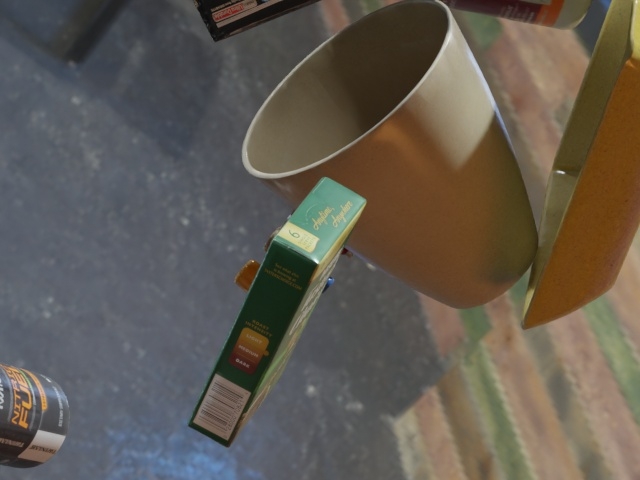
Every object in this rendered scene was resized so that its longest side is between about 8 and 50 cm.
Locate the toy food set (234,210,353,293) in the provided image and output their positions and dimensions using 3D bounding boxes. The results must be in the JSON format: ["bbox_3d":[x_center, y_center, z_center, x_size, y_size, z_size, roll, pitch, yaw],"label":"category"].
[{"bbox_3d":[0.000,0.000,1.857,0.104,0.111,0.232,41,48,0],"label":"toy food set"}]

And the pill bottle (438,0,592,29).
[{"bbox_3d":[0.112,-0.373,1.547,0.392,0.224,0.224,12,27,1],"label":"pill bottle"}]

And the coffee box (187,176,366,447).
[{"bbox_3d":[-0.032,0.053,1.037,0.040,0.184,0.113,29,31,6],"label":"coffee box"}]

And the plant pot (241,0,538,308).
[{"bbox_3d":[0.103,-0.064,1.473,0.274,0.256,0.256,48,19,-26],"label":"plant pot"}]

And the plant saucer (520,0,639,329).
[{"bbox_3d":[0.303,-0.113,1.439,0.081,0.332,0.332,18,36,4],"label":"plant saucer"}]

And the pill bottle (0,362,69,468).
[{"bbox_3d":[-0.438,0.214,1.808,0.130,0.130,0.246,55,10,26],"label":"pill bottle"}]

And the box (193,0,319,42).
[{"bbox_3d":[-0.024,-0.268,1.071,0.175,0.220,0.051,62,29,-18],"label":"box"}]
